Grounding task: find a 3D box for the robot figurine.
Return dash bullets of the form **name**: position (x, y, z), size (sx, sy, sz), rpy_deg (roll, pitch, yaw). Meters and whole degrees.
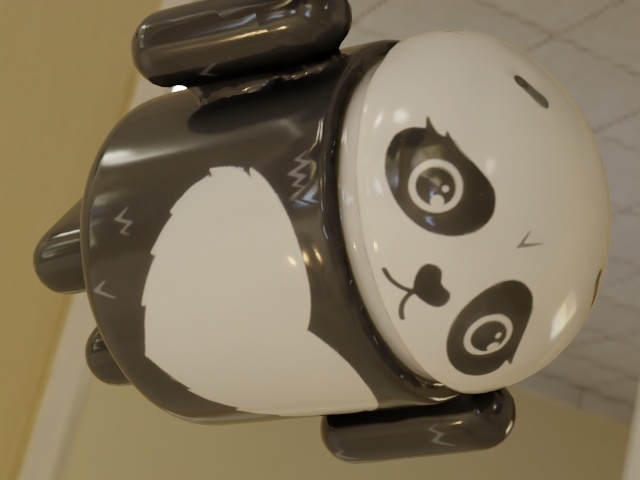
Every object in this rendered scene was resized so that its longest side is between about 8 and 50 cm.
- **robot figurine**: position (-0.002, 0.000, 0.742), size (0.278, 0.173, 0.209), rpy_deg (-10, 155, 33)
